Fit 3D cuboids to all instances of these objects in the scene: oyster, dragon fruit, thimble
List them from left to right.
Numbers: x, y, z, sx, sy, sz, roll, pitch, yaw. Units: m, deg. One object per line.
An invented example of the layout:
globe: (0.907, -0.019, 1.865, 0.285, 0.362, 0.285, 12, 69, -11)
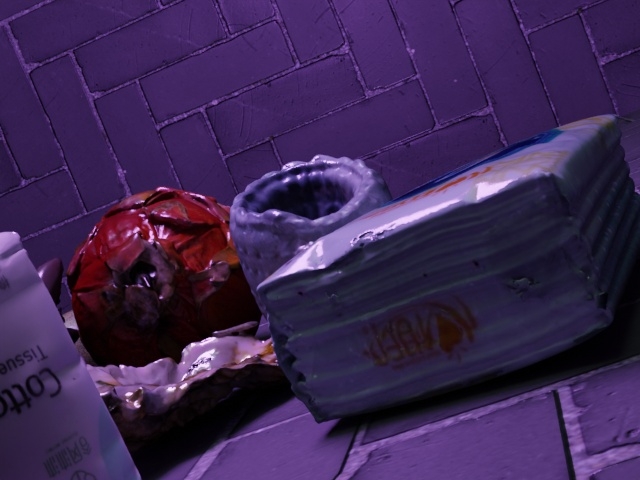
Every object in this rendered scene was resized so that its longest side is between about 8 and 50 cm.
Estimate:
dragon fruit: (-0.206, 0.065, 1.368, 0.277, 0.277, 0.342, -21, 8, 15)
oyster: (-0.156, 0.165, 1.065, 0.354, 0.107, 0.201, -5, 6, -41)
thimble: (0.000, 0.000, 1.223, 0.204, 0.172, 0.250, -17, 23, 4)

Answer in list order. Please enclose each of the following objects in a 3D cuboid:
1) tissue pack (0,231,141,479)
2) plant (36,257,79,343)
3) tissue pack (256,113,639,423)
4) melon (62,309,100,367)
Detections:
tissue pack: (-0.351, 0.173, 0.758, 0.194, 0.266, 0.356, -25, 1, 39)
plant: (-0.400, 0.145, 1.255, 0.194, 0.182, 0.321, 8, 36, -16)
tissue pack: (0.152, 0.011, 0.954, 0.287, 0.162, 0.388, -23, 3, 26)
melon: (-0.395, 0.181, 1.678, 0.139, 0.139, 0.192, -19, 9, 35)
